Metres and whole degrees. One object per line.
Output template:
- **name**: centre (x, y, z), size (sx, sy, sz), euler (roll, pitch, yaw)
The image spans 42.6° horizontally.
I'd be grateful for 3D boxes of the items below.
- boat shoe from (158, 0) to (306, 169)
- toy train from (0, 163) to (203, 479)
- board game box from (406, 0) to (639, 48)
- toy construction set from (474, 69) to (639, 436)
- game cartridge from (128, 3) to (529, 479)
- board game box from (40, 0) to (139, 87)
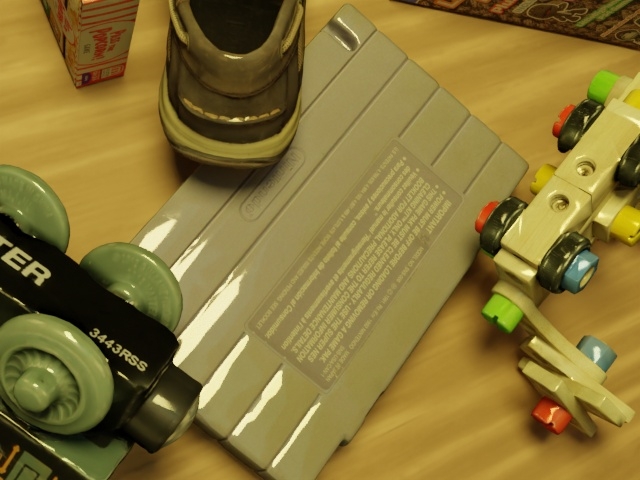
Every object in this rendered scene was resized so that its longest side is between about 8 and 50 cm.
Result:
- **boat shoe**: centre (-0.057, -0.226, 0.633), size (0.132, 0.130, 0.355), euler (1, 61, -14)
- **toy train**: centre (-0.238, 0.046, 0.515), size (0.334, 0.190, 0.142), euler (36, 28, -4)
- **board game box**: centre (0.224, -0.337, 0.780), size (0.291, 0.141, 0.232), euler (7, 75, -17)
- **toy construction set**: centre (0.233, -0.004, 0.697), size (0.151, 0.215, 0.327), euler (19, 74, 26)
- **game cartridge**: centre (0.000, 0.000, 0.673), size (0.230, 0.068, 0.355), euler (42, 68, -9)
- **board game box**: centre (-0.195, -0.233, 0.612), size (0.045, 0.147, 0.193), euler (-21, 85, -22)
